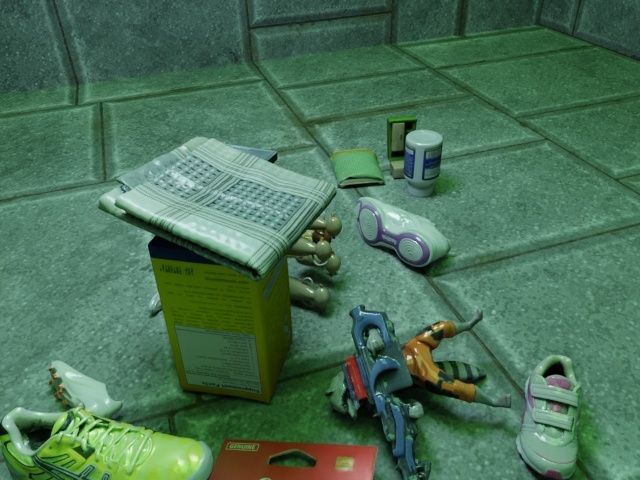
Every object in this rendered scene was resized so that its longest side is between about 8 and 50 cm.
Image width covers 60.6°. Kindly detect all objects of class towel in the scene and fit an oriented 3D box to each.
[{"bbox_3d":[-0.167,-0.083,0.956,0.324,0.056,0.312,22,38,14],"label":"towel"}]

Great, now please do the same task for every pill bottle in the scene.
[{"bbox_3d":[0.313,-0.235,1.688,0.112,0.187,0.112,-1,35,1],"label":"pill bottle"}]

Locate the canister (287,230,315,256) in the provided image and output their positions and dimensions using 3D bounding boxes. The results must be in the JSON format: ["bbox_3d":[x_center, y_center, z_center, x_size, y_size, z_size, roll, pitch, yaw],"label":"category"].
[{"bbox_3d":[-0.068,-0.031,1.518,0.126,0.073,0.170,1,37,2],"label":"canister"}]

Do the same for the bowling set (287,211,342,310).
[{"bbox_3d":[0.000,0.000,1.327,0.154,0.287,0.200,12,23,34],"label":"bowling set"}]

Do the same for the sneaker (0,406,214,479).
[{"bbox_3d":[-0.360,0.353,0.883,0.384,0.147,0.145,-4,34,14],"label":"sneaker"}]

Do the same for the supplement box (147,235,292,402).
[{"bbox_3d":[-0.176,0.113,1.069,0.194,0.357,0.195,6,33,11],"label":"supplement box"}]

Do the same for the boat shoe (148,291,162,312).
[{"bbox_3d":[-0.376,0.141,1.322,0.035,0.035,0.100,7,29,16],"label":"boat shoe"}]

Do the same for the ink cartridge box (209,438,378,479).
[{"bbox_3d":[-0.071,0.410,0.858,0.296,0.066,0.261,-4,34,16],"label":"ink cartridge box"}]

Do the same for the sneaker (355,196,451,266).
[{"bbox_3d":[0.218,-0.028,1.493,0.152,0.114,0.305,-13,39,-39],"label":"sneaker"}]

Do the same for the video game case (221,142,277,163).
[{"bbox_3d":[-0.232,-0.130,1.097,0.196,0.026,0.274,11,36,19],"label":"video game case"}]

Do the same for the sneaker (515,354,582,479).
[{"bbox_3d":[0.414,0.303,0.988,0.103,0.111,0.252,8,37,13],"label":"sneaker"}]

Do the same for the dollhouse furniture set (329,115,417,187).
[{"bbox_3d":[0.187,-0.297,1.809,0.301,0.151,0.197,-6,34,-6],"label":"dollhouse furniture set"}]

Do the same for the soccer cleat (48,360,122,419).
[{"bbox_3d":[-0.471,0.297,1.085,0.196,0.068,0.076,28,30,33],"label":"soccer cleat"}]

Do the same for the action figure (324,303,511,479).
[{"bbox_3d":[0.175,0.291,1.032,0.330,0.178,0.341,-8,65,1],"label":"action figure"}]
